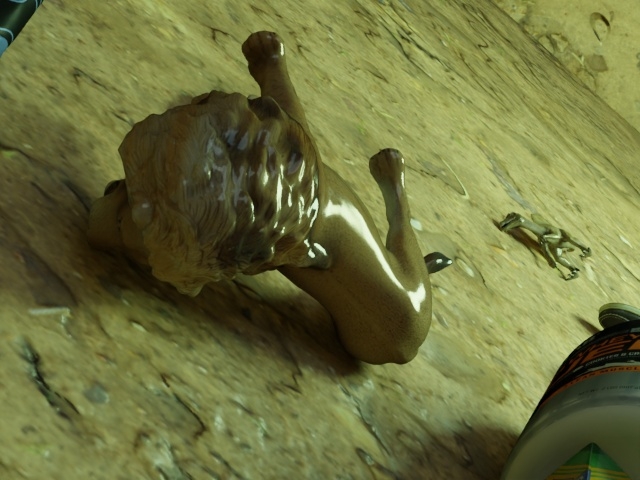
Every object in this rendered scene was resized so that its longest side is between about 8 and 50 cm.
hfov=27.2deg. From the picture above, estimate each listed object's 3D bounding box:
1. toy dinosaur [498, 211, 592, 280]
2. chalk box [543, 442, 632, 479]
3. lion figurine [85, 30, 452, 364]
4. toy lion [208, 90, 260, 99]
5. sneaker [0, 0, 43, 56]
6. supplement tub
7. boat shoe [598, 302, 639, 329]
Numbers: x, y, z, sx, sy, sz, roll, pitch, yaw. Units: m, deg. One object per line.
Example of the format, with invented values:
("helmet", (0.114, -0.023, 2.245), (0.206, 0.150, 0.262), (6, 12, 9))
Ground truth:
("toy dinosaur", (0.303, 0.001, 1.673), (0.183, 0.053, 0.093), (19, 29, -47))
("chalk box", (0.156, 0.233, 0.786), (0.132, 0.132, 0.213), (47, 15, 3))
("lion figurine", (0.000, 0.000, 1.001), (0.392, 0.142, 0.240), (33, 29, -35))
("toy lion", (-0.084, -0.107, 1.217), (0.096, 0.034, 0.100), (18, 30, -33))
("sneaker", (-0.249, -0.215, 1.037), (0.081, 0.090, 0.232), (35, 21, -19))
("supplement tub", (0.258, 0.173, 1.040), (0.193, 0.193, 0.316), (45, 20, 7))
("boat shoe", (0.393, 0.130, 1.576), (0.152, 0.056, 0.049), (34, 54, -9))
